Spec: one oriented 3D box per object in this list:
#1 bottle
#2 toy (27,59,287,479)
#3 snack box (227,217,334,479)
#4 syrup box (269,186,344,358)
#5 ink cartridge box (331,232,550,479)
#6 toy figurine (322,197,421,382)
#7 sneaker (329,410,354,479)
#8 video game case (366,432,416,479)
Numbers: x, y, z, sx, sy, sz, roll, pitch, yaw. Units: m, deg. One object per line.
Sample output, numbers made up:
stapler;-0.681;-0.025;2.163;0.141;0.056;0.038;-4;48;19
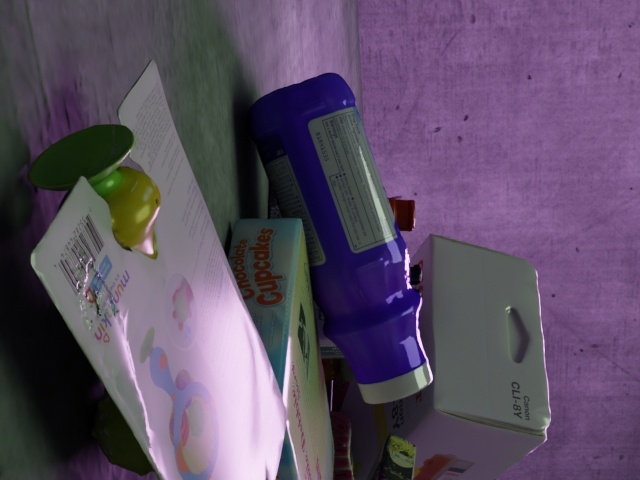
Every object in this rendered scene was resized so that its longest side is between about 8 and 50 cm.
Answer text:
bottle;0.023;0.000;0.762;0.118;0.092;0.282;180;-111;-80
toy;-0.074;0.056;0.399;0.137;0.056;0.237;-78;161;-50
snack box;-0.031;0.162;0.720;0.187;0.060;0.321;-86;172;-48
syrup box;0.000;0.000;0.894;0.096;0.093;0.236;73;17;-69
ink cartridge box;0.148;0.216;1.238;0.384;0.161;0.279;120;-20;-48
toy figurine;0.039;0.060;1.060;0.213;0.148;0.209;-87;178;-51
sneaker;0.013;0.296;1.064;0.170;0.063;0.074;-84;171;-49
video game case;0.036;0.346;0.923;0.210;0.042;0.232;-45;159;-77
